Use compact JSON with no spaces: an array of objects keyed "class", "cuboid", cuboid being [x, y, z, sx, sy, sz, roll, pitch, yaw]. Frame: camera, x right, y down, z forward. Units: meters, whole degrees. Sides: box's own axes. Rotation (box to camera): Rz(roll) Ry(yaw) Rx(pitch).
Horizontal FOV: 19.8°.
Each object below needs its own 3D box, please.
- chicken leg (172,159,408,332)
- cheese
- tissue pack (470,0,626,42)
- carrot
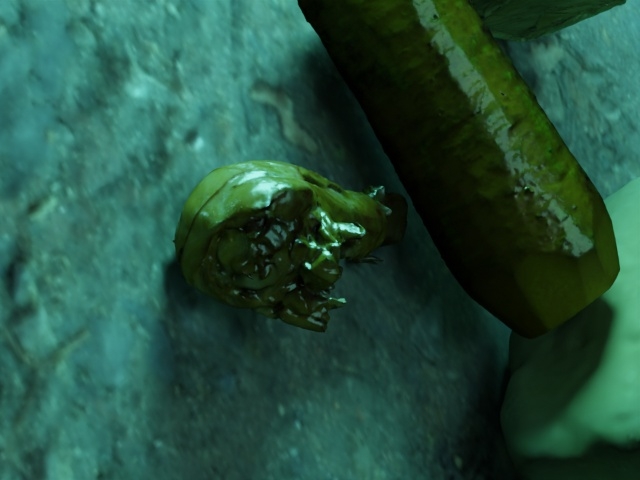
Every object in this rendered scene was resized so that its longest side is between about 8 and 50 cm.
[{"class":"chicken leg","cuboid":[-0.002,-0.003,1.122,0.207,0.101,0.085,-5,121,-55]},{"class":"cheese","cuboid":[0.269,0.068,1.220,0.326,0.318,0.115,-42,120,-5]},{"class":"tissue pack","cuboid":[0.118,-0.275,1.326,0.159,0.125,0.234,4,73,-45]},{"class":"carrot","cuboid":[0.088,-0.081,1.211,0.114,0.114,0.302,-33,90,-48]}]
